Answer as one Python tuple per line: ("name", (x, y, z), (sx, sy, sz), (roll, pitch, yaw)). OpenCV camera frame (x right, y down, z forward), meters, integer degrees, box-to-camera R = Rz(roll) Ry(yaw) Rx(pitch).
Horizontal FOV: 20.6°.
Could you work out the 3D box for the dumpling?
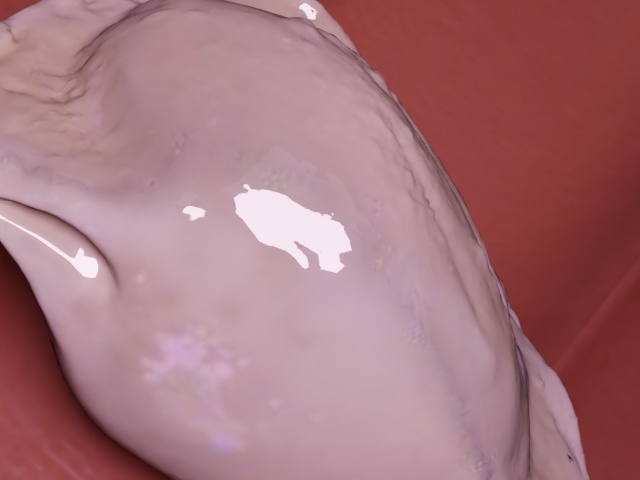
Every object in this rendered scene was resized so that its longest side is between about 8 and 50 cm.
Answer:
("dumpling", (0.000, 0.000, 0.556), (0.252, 0.131, 0.179), (35, 33, -10))
